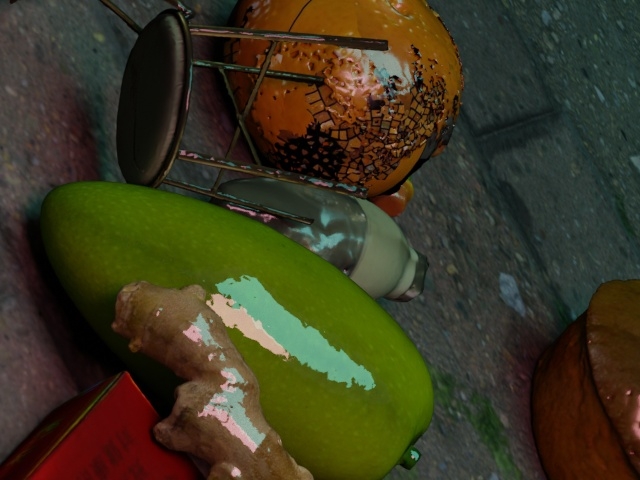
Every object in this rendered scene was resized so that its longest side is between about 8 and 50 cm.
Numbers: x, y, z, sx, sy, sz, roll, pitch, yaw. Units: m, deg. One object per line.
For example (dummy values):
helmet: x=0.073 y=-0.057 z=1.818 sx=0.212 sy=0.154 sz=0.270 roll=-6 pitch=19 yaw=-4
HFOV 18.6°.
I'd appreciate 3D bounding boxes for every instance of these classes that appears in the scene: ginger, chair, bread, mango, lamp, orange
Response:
ginger: x=-0.057 y=0.152 z=1.354 sx=0.089 sy=0.075 sz=0.288 roll=-26 pitch=86 yaw=-29
chair: x=-0.126 y=-0.119 z=1.510 sx=0.325 sy=0.160 sz=0.170 roll=11 pitch=77 yaw=-23
bread: x=0.341 y=0.190 z=1.940 sx=0.312 sy=0.172 sz=0.312 roll=33 pitch=38 yaw=-30
mango: x=-0.065 y=0.062 z=1.486 sx=0.343 sy=0.156 sz=0.192 roll=37 pitch=13 yaw=-15
lamp: x=0.000 y=0.000 z=1.681 sx=0.250 sy=0.101 sz=0.101 roll=23 pitch=47 yaw=-39
orange: x=0.021 y=-0.151 z=1.757 sx=0.234 sy=0.182 sz=0.234 roll=23 pitch=42 yaw=-23

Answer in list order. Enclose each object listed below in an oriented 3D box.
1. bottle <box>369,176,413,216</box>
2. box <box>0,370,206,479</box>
bottle: x=0.074 y=-0.099 z=1.891 sx=0.069 sy=0.069 sz=0.187 roll=41 pitch=40 yaw=-28
box: x=-0.110 y=0.270 z=1.324 sx=0.313 sy=0.089 sz=0.197 roll=54 pitch=30 yaw=-9
